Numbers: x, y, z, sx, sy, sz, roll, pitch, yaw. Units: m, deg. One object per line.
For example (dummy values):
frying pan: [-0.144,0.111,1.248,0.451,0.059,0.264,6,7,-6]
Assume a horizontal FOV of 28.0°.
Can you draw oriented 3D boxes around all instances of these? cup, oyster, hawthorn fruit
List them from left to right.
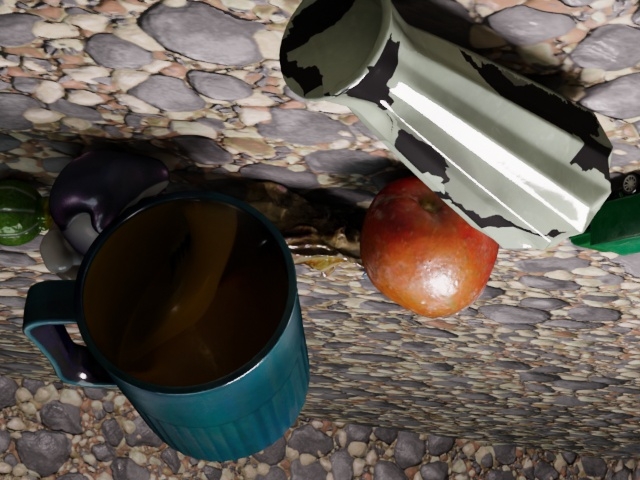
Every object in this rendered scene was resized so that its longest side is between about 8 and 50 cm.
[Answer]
cup: [-0.161,0.128,1.507,0.308,0.242,0.292,-27,155,-7]
oyster: [-0.011,-0.002,1.668,0.361,0.096,0.221,14,167,-30]
hawthorn fruit: [0.124,0.002,1.519,0.173,0.172,0.173,4,164,1]

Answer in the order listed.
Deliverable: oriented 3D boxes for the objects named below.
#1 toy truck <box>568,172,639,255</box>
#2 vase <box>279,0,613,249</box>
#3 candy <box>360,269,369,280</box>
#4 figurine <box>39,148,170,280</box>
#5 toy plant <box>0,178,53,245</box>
toy truck: [0.354,-0.028,1.497,0.065,0.079,0.147,14,164,-31]
vase: [0.123,-0.110,1.152,0.165,0.165,0.360,-9,156,39]
candy: [0.129,0.063,1.963,0.136,0.038,0.088,20,157,-18]
figurine: [-0.271,-0.035,1.549,0.145,0.145,0.222,13,142,-27]
toy plant: [-0.426,-0.038,1.655,0.162,0.092,0.093,0,164,3]
